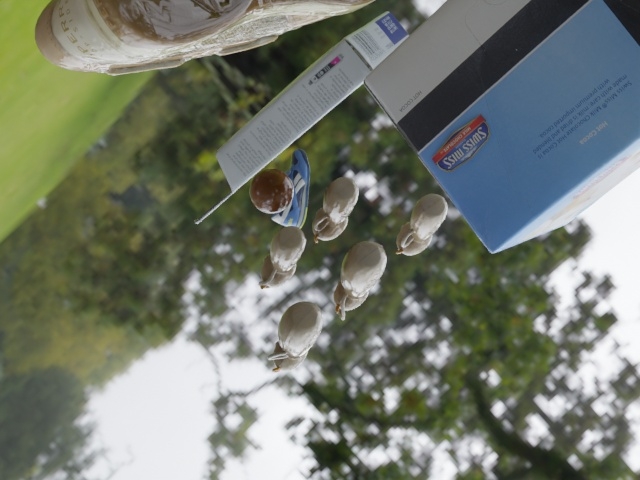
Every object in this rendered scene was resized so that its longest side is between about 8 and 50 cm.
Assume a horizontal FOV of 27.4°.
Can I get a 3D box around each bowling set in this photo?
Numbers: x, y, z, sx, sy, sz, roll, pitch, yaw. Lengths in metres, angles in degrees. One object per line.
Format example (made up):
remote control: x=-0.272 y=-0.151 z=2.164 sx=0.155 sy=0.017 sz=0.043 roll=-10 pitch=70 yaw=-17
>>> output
bowling set: x=0.000 y=0.000 z=1.609 sx=0.287 sy=0.200 sz=0.154 roll=-37 pitch=167 yaw=-21

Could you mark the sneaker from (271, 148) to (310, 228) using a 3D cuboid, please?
sneaker: x=-0.052 y=-0.092 z=2.255 sx=0.053 sy=0.059 sz=0.144 roll=127 pitch=-31 yaw=-70

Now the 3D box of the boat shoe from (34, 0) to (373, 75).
boat shoe: x=-0.067 y=-0.203 z=0.982 sx=0.110 sy=0.121 sz=0.341 roll=-21 pitch=-178 yaw=43

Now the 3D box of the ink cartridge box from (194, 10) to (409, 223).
ink cartridge box: x=-0.035 y=-0.184 z=1.855 sx=0.330 sy=0.071 sz=0.324 roll=-37 pitch=-174 yaw=19

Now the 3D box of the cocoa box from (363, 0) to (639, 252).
cocoa box: x=0.268 y=-0.185 z=1.299 sx=0.347 sy=0.228 sz=0.231 roll=-41 pitch=168 yaw=29
